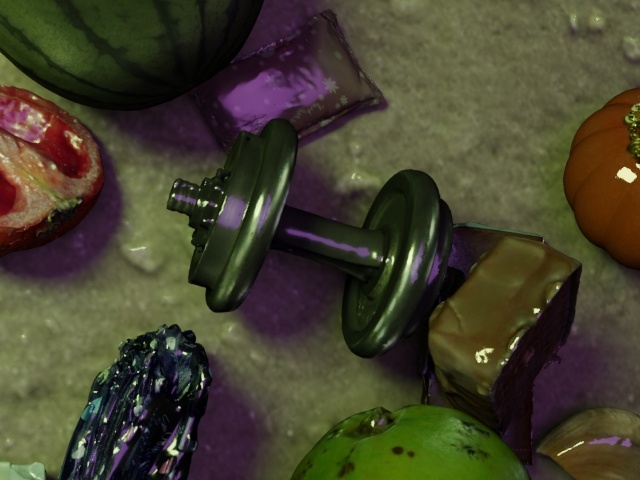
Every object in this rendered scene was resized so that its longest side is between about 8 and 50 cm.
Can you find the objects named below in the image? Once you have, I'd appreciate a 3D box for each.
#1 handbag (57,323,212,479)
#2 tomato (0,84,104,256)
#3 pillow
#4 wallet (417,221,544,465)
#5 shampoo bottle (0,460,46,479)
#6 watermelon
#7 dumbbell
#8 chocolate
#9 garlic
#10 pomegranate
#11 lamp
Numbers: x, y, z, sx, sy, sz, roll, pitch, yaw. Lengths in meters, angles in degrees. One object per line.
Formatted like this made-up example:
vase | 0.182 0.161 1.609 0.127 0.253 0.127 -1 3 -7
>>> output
handbag | -0.168 0.196 0.748 0.113 0.162 0.260 21 83 -15
tomato | -0.301 -0.054 0.768 0.173 0.099 0.189 43 36 6
pillow | -0.033 -0.155 0.875 0.185 0.043 0.118 -31 97 -16
wallet | 0.173 0.109 0.920 0.137 0.031 0.255 8 83 -14
shampoo bottle | -0.352 0.226 0.750 0.212 0.049 0.072 5 83 -15
watermelon | -0.198 -0.288 0.718 0.279 0.279 0.359 -36 97 -16
dumbbell | 0.000 0.000 0.796 0.290 0.192 0.192 18 81 -12
chocolate | 0.166 0.089 0.796 0.093 0.214 0.148 28 73 26
garlic | 0.335 0.243 0.932 0.195 0.087 0.101 37 91 -14
pomegranate | 0.094 0.293 0.794 0.236 0.236 0.302 -30 114 -16
lamp | 0.372 -0.066 0.906 0.223 0.196 0.223 -5 56 7
